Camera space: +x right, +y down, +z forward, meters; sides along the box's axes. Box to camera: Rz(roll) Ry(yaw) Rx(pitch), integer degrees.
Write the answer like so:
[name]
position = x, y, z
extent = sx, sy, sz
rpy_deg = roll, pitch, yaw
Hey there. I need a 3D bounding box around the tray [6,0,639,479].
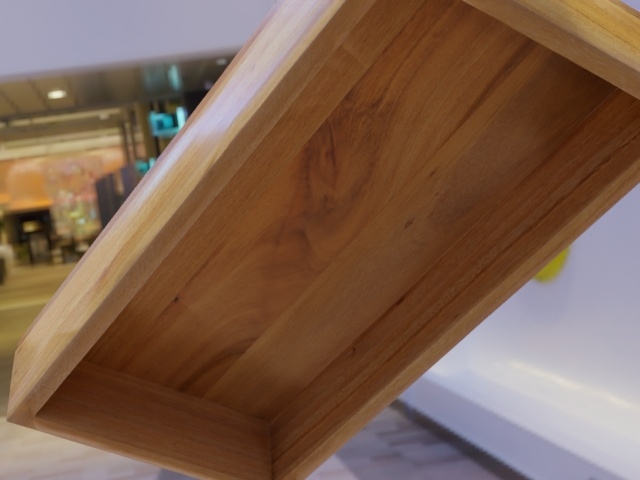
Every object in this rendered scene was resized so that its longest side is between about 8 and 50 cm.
[tray]
position = 0.000, 0.000, 0.721
extent = 0.203, 0.076, 0.411
rpy_deg = 23, -51, -26
